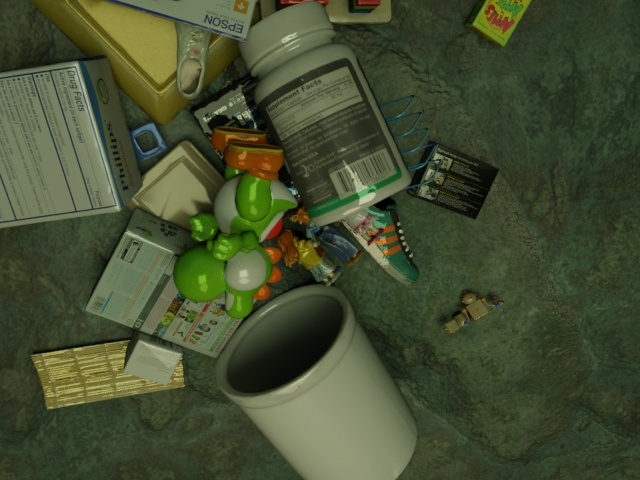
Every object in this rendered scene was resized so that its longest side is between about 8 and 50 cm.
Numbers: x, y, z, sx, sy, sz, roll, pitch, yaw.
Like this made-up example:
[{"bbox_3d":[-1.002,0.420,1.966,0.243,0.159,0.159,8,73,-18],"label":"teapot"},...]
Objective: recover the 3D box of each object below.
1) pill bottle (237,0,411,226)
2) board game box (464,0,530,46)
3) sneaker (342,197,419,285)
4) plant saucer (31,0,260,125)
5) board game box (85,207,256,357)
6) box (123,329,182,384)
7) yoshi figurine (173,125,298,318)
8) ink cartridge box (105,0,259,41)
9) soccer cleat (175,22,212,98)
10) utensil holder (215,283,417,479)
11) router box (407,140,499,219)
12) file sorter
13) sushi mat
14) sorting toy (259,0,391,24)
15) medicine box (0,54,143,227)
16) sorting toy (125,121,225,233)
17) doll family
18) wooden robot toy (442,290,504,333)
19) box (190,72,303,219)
[{"bbox_3d":[0.004,-0.225,1.053,0.204,0.204,0.360,-25,94,-4],"label":"pill bottle"},{"bbox_3d":[0.397,-0.520,1.234,0.092,0.043,0.181,25,102,-21],"label":"board game box"},{"bbox_3d":[0.149,-0.023,1.320,0.121,0.108,0.302,-41,112,8],"label":"sneaker"},{"bbox_3d":[-0.301,-0.435,1.073,0.333,0.081,0.333,-43,114,5],"label":"plant saucer"},{"bbox_3d":[-0.305,0.100,1.234,0.304,0.097,0.224,27,116,-20],"label":"board game box"},{"bbox_3d":[-0.369,0.247,1.274,0.101,0.102,0.087,24,100,-21],"label":"box"},{"bbox_3d":[-0.182,-0.017,1.061,0.203,0.204,0.361,18,115,21],"label":"yoshi figurine"},{"bbox_3d":[-0.240,-0.519,0.957,0.325,0.071,0.329,15,89,-8],"label":"ink cartridge box"},{"bbox_3d":[-0.228,-0.352,1.036,0.068,0.076,0.196,2,109,-15],"label":"soccer cleat"},{"bbox_3d":[0.004,0.348,1.309,0.328,0.327,0.385,-32,117,-1],"label":"utensil holder"},{"bbox_3d":[0.311,-0.139,1.351,0.179,0.046,0.133,18,104,-20],"label":"router box"},{"bbox_3d":[0.174,-0.205,1.233,0.105,0.118,0.170,-10,120,34],"label":"file sorter"},{"bbox_3d":[-0.480,0.300,1.330,0.317,0.019,0.151,-7,110,-12],"label":"sushi mat"},{"bbox_3d":[0.012,-0.543,1.074,0.258,0.089,0.255,-5,97,-13],"label":"sorting toy"},{"bbox_3d":[-0.511,-0.177,1.049,0.290,0.149,0.263,-8,112,2],"label":"medicine box"},{"bbox_3d":[-0.290,-0.089,1.222,0.196,0.047,0.347,-39,114,7],"label":"sorting toy"},{"bbox_3d":[0.000,0.000,1.230,0.163,0.118,0.263,42,132,-4],"label":"doll family"},{"bbox_3d":[0.382,0.169,1.485,0.173,0.076,0.079,-29,79,-2],"label":"wooden robot toy"},{"bbox_3d":[-0.070,-0.219,1.213,0.296,0.073,0.293,-32,114,-2],"label":"box"}]
